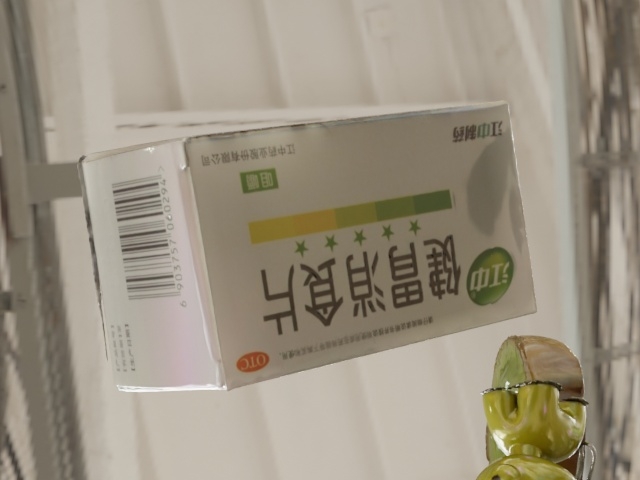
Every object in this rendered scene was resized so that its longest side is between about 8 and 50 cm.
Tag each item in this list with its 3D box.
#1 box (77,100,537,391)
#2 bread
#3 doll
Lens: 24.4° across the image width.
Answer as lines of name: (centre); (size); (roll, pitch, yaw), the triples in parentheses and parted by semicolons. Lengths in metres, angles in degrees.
box: (0.002, -0.001, 1.105); (0.332, 0.145, 0.173); (-10, -87, -40)
bread: (0.245, 0.220, 1.697); (0.070, 0.236, 0.236); (2, -91, -5)
doll: (0.203, 0.250, 1.441); (0.135, 0.143, 0.221); (38, -134, -47)
